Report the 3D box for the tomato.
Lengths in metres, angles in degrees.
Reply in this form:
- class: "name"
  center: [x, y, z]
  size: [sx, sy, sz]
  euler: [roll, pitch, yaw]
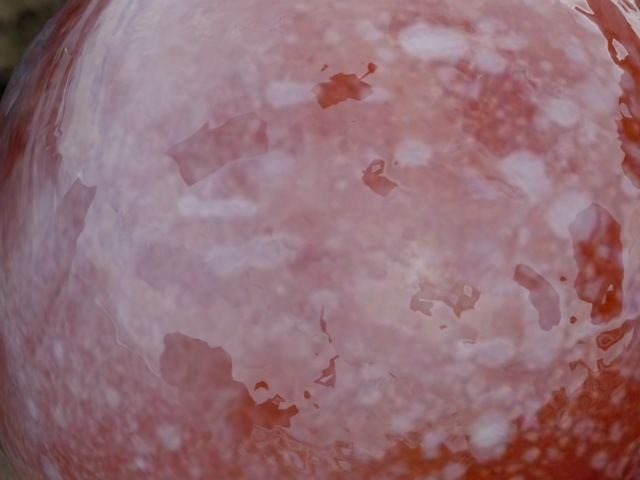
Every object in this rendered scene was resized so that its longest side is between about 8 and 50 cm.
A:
- class: "tomato"
  center: [0.000, 0.000, 0.541]
  size: [0.227, 0.270, 0.270]
  euler: [30, 38, -15]
